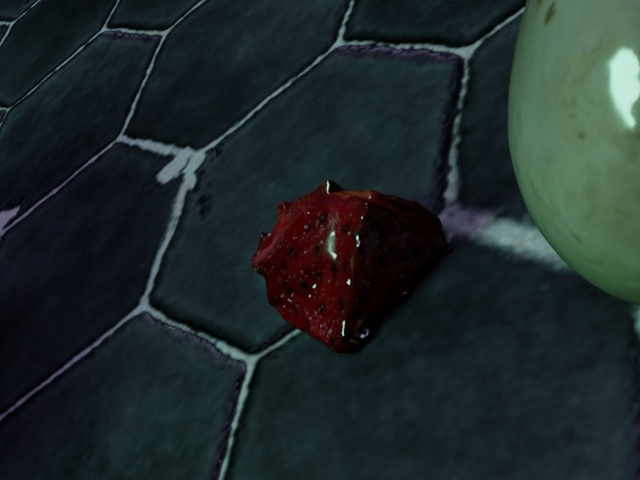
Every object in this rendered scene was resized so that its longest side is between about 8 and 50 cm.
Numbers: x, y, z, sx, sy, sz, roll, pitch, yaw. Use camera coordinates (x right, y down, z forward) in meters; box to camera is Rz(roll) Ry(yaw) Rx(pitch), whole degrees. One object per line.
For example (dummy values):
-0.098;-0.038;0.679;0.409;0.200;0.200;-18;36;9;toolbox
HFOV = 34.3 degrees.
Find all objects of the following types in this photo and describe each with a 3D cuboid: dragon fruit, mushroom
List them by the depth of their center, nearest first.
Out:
0.178;-0.065;0.420;0.204;0.204;0.204;-27;38;24;mushroom
-0.002;-0.002;0.612;0.097;0.063;0.131;-51;35;-10;dragon fruit
